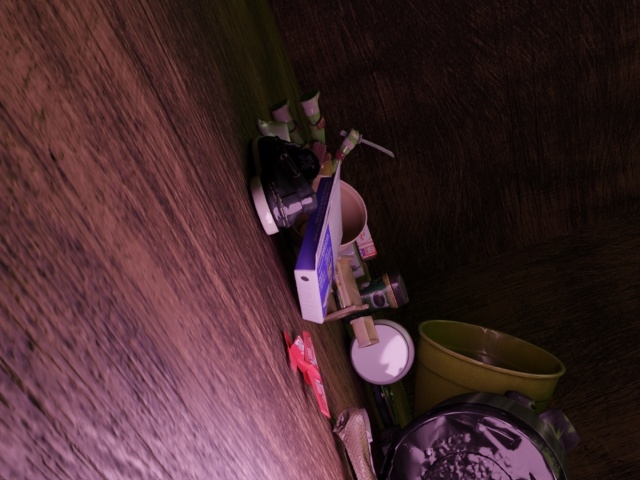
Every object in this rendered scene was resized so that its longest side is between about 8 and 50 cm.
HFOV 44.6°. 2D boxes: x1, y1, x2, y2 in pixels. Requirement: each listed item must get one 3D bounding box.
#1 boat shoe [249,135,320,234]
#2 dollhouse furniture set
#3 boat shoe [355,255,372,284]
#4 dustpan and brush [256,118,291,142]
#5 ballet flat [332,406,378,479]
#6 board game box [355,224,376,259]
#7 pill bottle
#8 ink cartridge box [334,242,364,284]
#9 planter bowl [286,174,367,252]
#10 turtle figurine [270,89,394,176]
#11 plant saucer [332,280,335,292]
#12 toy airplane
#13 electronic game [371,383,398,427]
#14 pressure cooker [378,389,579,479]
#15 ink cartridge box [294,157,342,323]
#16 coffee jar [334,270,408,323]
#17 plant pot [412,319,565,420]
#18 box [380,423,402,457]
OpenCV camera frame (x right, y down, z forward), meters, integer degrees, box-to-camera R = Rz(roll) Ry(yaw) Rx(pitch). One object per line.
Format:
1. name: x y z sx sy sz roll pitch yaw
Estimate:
1. boat shoe: -0.055 -0.118 1.365 0.340 0.113 0.127 -94 164 -71
2. dollhouse furniture set: 0.009 0.129 1.499 0.161 0.101 0.182 4 66 -58
3. boat shoe: 0.100 0.109 2.370 0.092 0.103 0.285 42 -5 45
4. dustpan and brush: -0.095 -0.214 1.681 0.211 0.060 0.147 77 1 -70
5. ballet flat: 0.063 0.385 1.227 0.084 0.058 0.250 109 -26 -62
6. board game box: 0.114 -0.018 2.197 0.193 0.045 0.147 48 23 -84
7. pill bottle: 0.157 0.277 1.953 0.283 0.160 0.160 38 34 -81
8. ink cartridge box: 0.042 0.007 2.065 0.219 0.092 0.160 59 14 -70
9. planter bowl: 0.000 -0.033 1.542 0.109 0.162 0.162 115 -37 -58
10. turtle figurine: -0.002 -0.264 2.045 0.197 0.274 0.266 14 -45 54
11. plant saucer: -0.004 0.045 1.812 0.168 0.029 0.169 -18 90 -84
12. toy airplane: -0.021 0.185 1.134 0.151 0.028 0.151 -20 90 -86
13. electronic game: 0.190 0.456 2.317 0.229 0.048 0.229 -18 90 -85
14. pressure cooker: 0.334 0.496 1.609 0.420 0.369 0.376 20 79 -72
15. ink cartridge box: 0.000 0.000 1.329 0.208 0.045 0.206 87 14 -53
16. coffee jar: 0.136 0.148 2.057 0.079 0.184 0.096 -90 161 -74
17. plant pot: 0.379 0.426 1.952 0.366 0.366 0.353 -79 -178 -80
18. box: 0.216 0.606 2.009 0.183 0.056 0.231 15 56 -85
